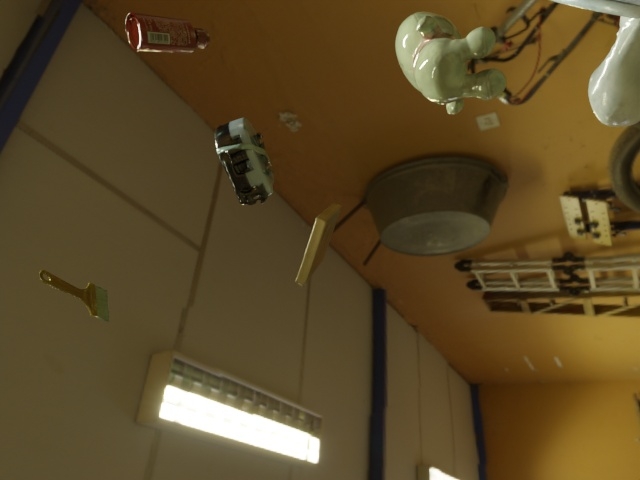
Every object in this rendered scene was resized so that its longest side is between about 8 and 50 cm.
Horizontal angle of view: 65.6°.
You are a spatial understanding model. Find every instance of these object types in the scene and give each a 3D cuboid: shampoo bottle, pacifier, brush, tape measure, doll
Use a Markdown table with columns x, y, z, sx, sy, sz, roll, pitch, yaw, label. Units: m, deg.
| x | y | z | sx | sy | sz | roll | pitch | yaw | label |
| --- | --- | --- | --- | --- | --- | --- | --- | --- | --- |
| -0.519 | -0.709 | 1.717 | 0.314 | 0.076 | 0.118 | -27 | -74 | -54 | shampoo bottle |
| 0.387 | -0.231 | 0.587 | 0.227 | 0.279 | 0.207 | -114 | 25 | -49 | pacifier |
| -0.519 | 0.109 | 1.054 | 0.205 | 0.011 | 0.083 | 56 | -167 | -60 | brush |
| -0.171 | -0.191 | 1.156 | 0.182 | 0.107 | 0.180 | -95 | -15 | -67 | tape measure |
| 0.179 | -0.291 | 0.790 | 0.154 | 0.113 | 0.275 | 61 | -176 | -33 | doll |

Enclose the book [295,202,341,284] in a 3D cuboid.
| x | y | z | sx | sy | sz | roll | pitch | yaw | label |
| --- | --- | --- | --- | --- | --- | --- | --- | --- | --- |
| 0.000 | 0.000 | 1.178 | 0.231 | 0.026 | 0.161 | -47 | -24 | -74 | book |
